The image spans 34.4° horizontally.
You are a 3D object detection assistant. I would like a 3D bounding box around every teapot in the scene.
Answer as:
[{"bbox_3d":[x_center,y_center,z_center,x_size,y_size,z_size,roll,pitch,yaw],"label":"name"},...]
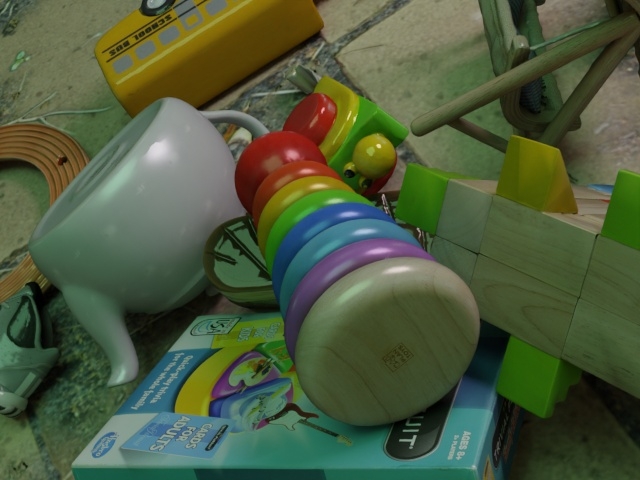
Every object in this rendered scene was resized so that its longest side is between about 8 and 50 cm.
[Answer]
[{"bbox_3d":[-0.167,-0.017,1.098,0.256,0.187,0.252,-42,19,15],"label":"teapot"}]

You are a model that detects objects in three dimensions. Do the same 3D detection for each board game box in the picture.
[{"bbox_3d":[-0.002,0.148,0.889,0.335,0.079,0.254,-5,23,21],"label":"board game box"}]

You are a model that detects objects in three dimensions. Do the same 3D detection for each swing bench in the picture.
[{"bbox_3d":[0.213,-0.240,1.013,0.254,0.165,0.253,-41,40,42],"label":"swing bench"}]

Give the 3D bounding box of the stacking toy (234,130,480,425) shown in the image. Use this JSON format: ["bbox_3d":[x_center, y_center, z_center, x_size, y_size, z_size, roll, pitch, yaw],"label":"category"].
[{"bbox_3d":[0.000,0.000,0.860,0.141,0.141,0.330,-33,37,0],"label":"stacking toy"}]

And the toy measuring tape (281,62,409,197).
[{"bbox_3d":[-0.002,-0.113,1.103,0.121,0.121,0.330,-37,26,-3],"label":"toy measuring tape"}]

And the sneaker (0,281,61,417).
[{"bbox_3d":[-0.380,0.083,1.158,0.228,0.086,0.132,38,79,12],"label":"sneaker"}]

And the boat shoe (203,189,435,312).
[{"bbox_3d":[0.041,0.023,1.017,0.302,0.098,0.109,-5,65,6],"label":"boat shoe"}]

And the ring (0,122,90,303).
[{"bbox_3d":[-0.430,-0.009,1.305,0.336,0.032,0.337,-13,53,17],"label":"ring"}]

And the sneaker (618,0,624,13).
[{"bbox_3d":[0.438,-0.347,1.080,0.180,0.125,0.321,24,70,36],"label":"sneaker"}]

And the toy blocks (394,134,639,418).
[{"bbox_3d":[0.278,0.040,0.814,0.381,0.260,0.191,27,111,45],"label":"toy blocks"}]

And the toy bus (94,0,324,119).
[{"bbox_3d":[-0.115,-0.278,1.296,0.332,0.108,0.130,-32,51,1],"label":"toy bus"}]
